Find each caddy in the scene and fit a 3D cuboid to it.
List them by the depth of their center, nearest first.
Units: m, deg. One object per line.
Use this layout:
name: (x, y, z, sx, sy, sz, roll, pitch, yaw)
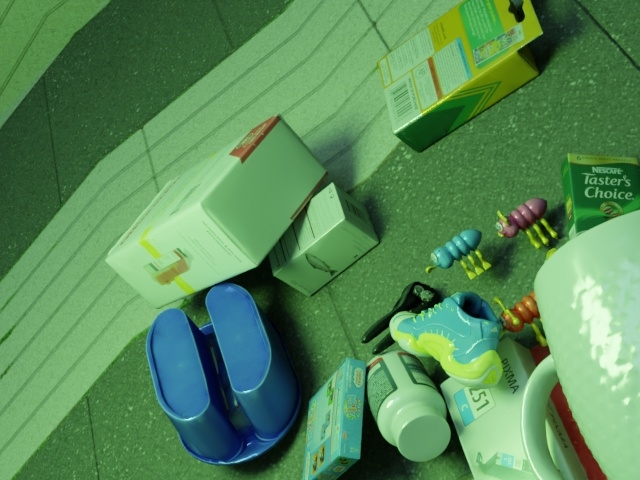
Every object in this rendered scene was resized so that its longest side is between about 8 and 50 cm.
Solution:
caddy: (-0.174, 0.246, 1.840, 0.241, 0.179, 0.341, -26, 44, 2)

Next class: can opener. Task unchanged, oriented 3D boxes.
can opener: (0.132, 0.128, 1.642, 0.186, 0.059, 0.073, -42, -18, -45)

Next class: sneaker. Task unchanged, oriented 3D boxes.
sneaker: (0.194, 0.123, 1.498, 0.240, 0.091, 0.126, 28, 112, 53)

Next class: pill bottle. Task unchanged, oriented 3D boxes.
pill bottle: (0.132, 0.253, 1.537, 0.108, 0.108, 0.180, -49, 23, 10)

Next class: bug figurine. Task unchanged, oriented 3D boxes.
bug figurine: (0.297, 0.030, 1.536, 0.216, 0.072, 0.279, -36, 39, -7)

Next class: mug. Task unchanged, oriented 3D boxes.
mug: (0.398, 0.187, 1.228, 0.374, 0.276, 0.328, -36, 50, 36)

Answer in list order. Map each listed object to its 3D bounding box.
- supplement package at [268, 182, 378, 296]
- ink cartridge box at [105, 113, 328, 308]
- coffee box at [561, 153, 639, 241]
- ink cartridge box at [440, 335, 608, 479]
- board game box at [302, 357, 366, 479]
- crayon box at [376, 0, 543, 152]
supplement package: (0.000, 0.000, 1.877, 0.179, 0.105, 0.105, -39, 43, 21)
ink cartridge box: (-0.206, -0.047, 1.955, 0.385, 0.160, 0.279, -23, 26, 50)
coffee box: (0.419, -0.043, 1.481, 0.113, 0.040, 0.184, 4, 58, -1)
ink cartridge box: (0.324, 0.257, 1.408, 0.261, 0.066, 0.296, -39, 42, 21)
board game box: (0.020, 0.302, 1.625, 0.211, 0.039, 0.160, 124, 155, -57)
crayon box: (0.265, -0.330, 1.844, 0.323, 0.083, 0.203, -33, 45, 27)
